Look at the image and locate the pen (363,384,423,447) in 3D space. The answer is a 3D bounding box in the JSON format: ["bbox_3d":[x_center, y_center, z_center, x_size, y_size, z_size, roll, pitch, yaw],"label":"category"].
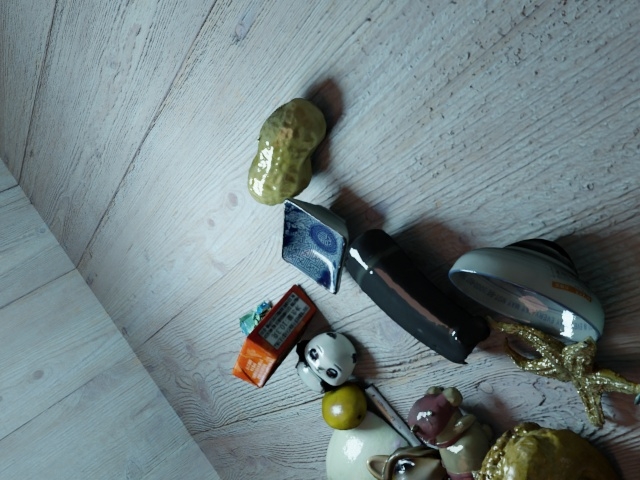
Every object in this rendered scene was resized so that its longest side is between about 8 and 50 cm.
[{"bbox_3d":[0.216,0.505,1.740,0.269,0.033,0.033,49,144,11],"label":"pen"}]

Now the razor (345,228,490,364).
[{"bbox_3d":[0.199,0.124,1.362,0.349,0.113,0.204,43,166,17],"label":"razor"}]

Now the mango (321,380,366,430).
[{"bbox_3d":[0.060,0.461,1.791,0.099,0.136,0.227,44,169,-9],"label":"mango"}]

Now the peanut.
[{"bbox_3d":[-0.080,-0.196,1.446,0.149,0.149,0.313,42,138,18],"label":"peanut"}]

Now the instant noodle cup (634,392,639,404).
[{"bbox_3d":[0.640,0.262,0.888,0.312,0.284,0.284,41,143,32],"label":"instant noodle cup"}]

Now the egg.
[{"bbox_3d":[0.132,0.660,1.805,0.337,0.201,0.336,33,146,27],"label":"egg"}]

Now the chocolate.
[{"bbox_3d":[-0.128,0.276,1.791,0.108,0.237,0.234,36,140,10],"label":"chocolate"}]

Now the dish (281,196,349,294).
[{"bbox_3d":[0.000,0.000,1.538,0.182,0.080,0.243,34,147,19],"label":"dish"}]

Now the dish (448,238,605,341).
[{"bbox_3d":[0.380,0.063,1.123,0.274,0.133,0.273,27,169,6],"label":"dish"}]

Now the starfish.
[{"bbox_3d":[0.464,0.227,1.173,0.299,0.060,0.302,47,160,2],"label":"starfish"}]

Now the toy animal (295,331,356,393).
[{"bbox_3d":[0.011,0.323,1.742,0.166,0.138,0.179,45,145,4],"label":"toy animal"}]

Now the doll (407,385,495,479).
[{"bbox_3d":[0.325,0.465,1.484,0.152,0.196,0.255,-36,83,17],"label":"doll"}]

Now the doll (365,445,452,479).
[{"bbox_3d":[0.231,0.663,1.541,0.318,0.339,0.209,24,139,-13],"label":"doll"}]

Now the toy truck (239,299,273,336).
[{"bbox_3d":[-0.205,0.239,1.988,0.081,0.067,0.175,43,143,19],"label":"toy truck"}]

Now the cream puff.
[{"bbox_3d":[0.454,0.543,1.287,0.343,0.326,0.231,28,154,-30],"label":"cream puff"}]
